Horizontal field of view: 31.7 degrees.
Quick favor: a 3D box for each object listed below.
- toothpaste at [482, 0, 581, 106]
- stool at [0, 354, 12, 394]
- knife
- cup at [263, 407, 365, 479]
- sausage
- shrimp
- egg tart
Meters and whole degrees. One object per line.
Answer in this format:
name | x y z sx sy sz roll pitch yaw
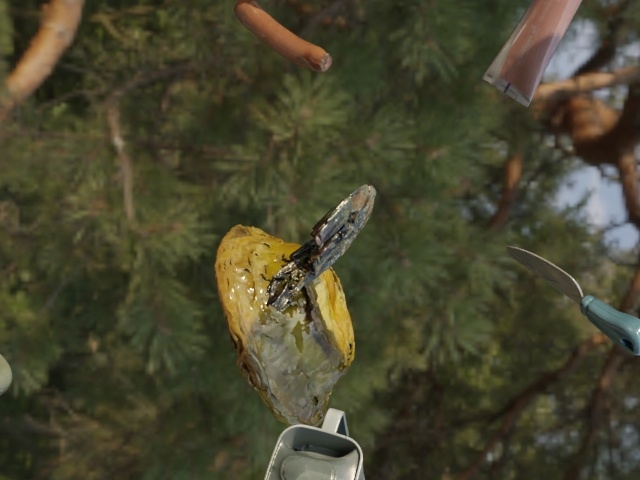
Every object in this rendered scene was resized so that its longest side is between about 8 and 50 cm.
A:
toothpaste | 0.249 -0.245 1.221 0.067 0.043 0.194 39 -72 30
stool | -0.414 0.169 1.038 0.199 0.195 0.195 -63 163 3
knife | 0.322 0.063 1.435 0.244 0.032 0.058 41 -15 36
cup | 0.002 0.253 1.223 0.129 0.095 0.128 77 28 -61
sausage | -0.055 -0.294 1.620 0.176 0.040 0.047 39 -60 21
shrimp | 0.000 0.000 1.052 0.161 0.034 0.091 -45 160 -32
egg tart | -0.037 0.120 1.677 0.341 0.129 0.341 -18 90 -76
